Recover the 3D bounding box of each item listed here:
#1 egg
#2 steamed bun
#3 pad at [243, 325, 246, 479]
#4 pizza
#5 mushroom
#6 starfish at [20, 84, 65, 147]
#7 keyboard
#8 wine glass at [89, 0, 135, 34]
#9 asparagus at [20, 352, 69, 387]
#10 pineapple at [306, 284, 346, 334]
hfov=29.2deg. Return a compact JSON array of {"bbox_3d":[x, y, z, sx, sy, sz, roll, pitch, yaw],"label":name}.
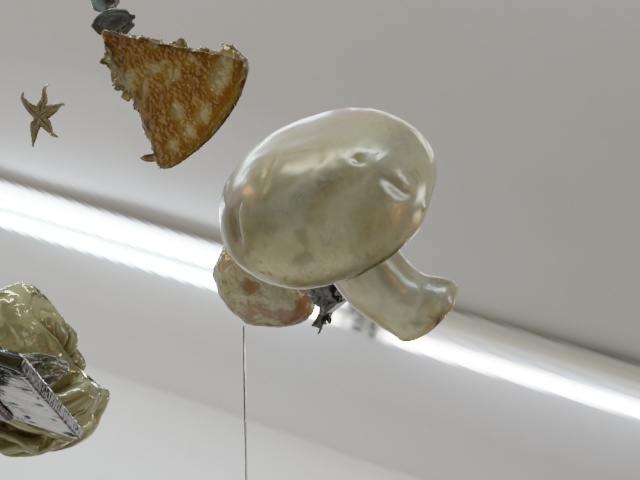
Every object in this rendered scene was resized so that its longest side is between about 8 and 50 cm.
[{"bbox_3d":[-0.111,0.084,2.526,0.233,0.195,0.195,26,-28,13],"label":"egg"},{"bbox_3d":[-0.503,0.239,2.030,0.276,0.203,0.289,36,-39,9],"label":"steamed bun"},{"bbox_3d":[-0.089,0.233,1.460,0.004,0.243,0.164,-1,-14,-3],"label":"pad"},{"bbox_3d":[-0.203,-0.205,1.553,0.199,0.188,0.062,41,1,-27],"label":"pizza"},{"bbox_3d":[0.040,-0.045,1.686,0.356,0.315,0.315,26,-28,15],"label":"mushroom"},{"bbox_3d":[-0.410,-0.181,1.788,0.092,0.086,0.016,42,15,18],"label":"starfish"},{"bbox_3d":[-0.271,0.126,1.047,0.101,0.018,0.310,15,-19,3],"label":"keyboard"},{"bbox_3d":[-0.335,-0.389,1.879,0.072,0.155,0.072,-18,-25,-9],"label":"wine glass"},{"bbox_3d":[-0.470,0.201,1.742,0.080,0.080,0.287,-1,3,41],"label":"asparagus"},{"bbox_3d":[0.002,-0.001,2.171,0.223,0.223,0.357,3,-59,36],"label":"pineapple"}]
